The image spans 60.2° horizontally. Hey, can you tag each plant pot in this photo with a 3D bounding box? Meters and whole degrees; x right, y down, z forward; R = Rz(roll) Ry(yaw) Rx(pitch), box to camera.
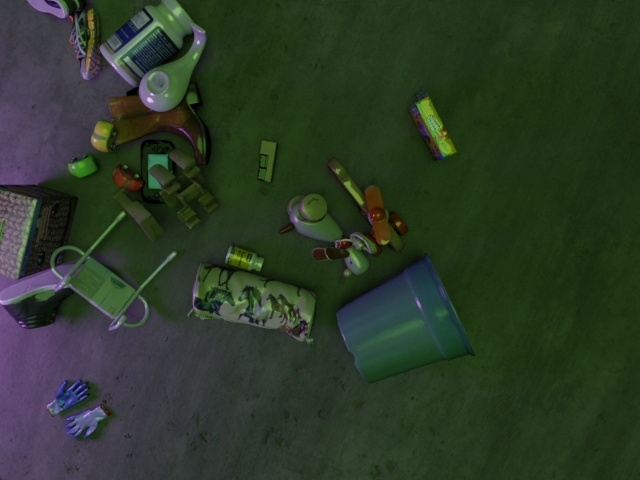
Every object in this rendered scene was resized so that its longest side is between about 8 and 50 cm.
[{"bbox_3d":[0.249,0.260,1.706,0.334,0.341,0.341,-25,97,8],"label":"plant pot"}]

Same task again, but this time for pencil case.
[{"bbox_3d":[-0.201,0.202,1.740,0.410,0.160,0.183,15,78,-5],"label":"pencil case"}]

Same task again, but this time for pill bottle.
[{"bbox_3d":[-0.508,-0.599,1.646,0.265,0.153,0.153,-40,97,2],"label":"pill bottle"},{"bbox_3d":[-0.243,0.061,1.773,0.116,0.065,0.065,18,95,-5],"label":"pill bottle"}]

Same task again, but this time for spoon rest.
[{"bbox_3d":[-0.424,-0.501,1.621,0.137,0.084,0.276,37,92,7],"label":"spoon rest"}]

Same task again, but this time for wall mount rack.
[{"bbox_3d":[-0.631,0.097,1.710,0.350,0.130,0.304,43,53,-20],"label":"wall mount rack"}]

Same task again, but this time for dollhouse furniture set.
[{"bbox_3d":[-0.468,-0.139,1.661,0.242,0.212,0.161,-42,56,-17],"label":"dollhouse furniture set"}]

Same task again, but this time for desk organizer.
[{"bbox_3d":[-0.170,-0.251,1.754,0.050,0.047,0.130,9,95,-2],"label":"desk organizer"}]

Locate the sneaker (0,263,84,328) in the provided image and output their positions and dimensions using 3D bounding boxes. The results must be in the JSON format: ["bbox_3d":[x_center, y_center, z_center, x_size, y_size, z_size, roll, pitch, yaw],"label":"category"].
[{"bbox_3d":[-0.836,0.178,1.745,0.296,0.104,0.147,-21,128,-20],"label":"sneaker"}]

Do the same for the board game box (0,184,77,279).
[{"bbox_3d":[-0.860,-0.034,1.616,0.141,0.291,0.232,16,95,-4],"label":"board game box"}]

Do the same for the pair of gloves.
[{"bbox_3d":[-0.802,0.554,1.816,0.159,0.023,0.198,-34,97,-1],"label":"pair of gloves"}]

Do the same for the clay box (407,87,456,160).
[{"bbox_3d":[0.341,-0.361,1.730,0.053,0.127,0.222,-30,96,1],"label":"clay box"}]

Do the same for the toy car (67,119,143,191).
[{"bbox_3d":[-0.686,-0.231,1.687,0.225,0.053,0.239,-10,118,19],"label":"toy car"}]

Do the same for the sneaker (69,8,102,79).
[{"bbox_3d":[-0.717,-0.594,1.675,0.083,0.084,0.214,0,86,-3],"label":"sneaker"}]

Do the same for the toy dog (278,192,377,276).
[{"bbox_3d":[0.000,0.000,1.721,0.334,0.220,0.161,43,76,8],"label":"toy dog"}]

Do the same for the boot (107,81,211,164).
[{"bbox_3d":[-0.485,-0.330,1.663,0.280,0.096,0.264,-13,96,-1],"label":"boot"}]

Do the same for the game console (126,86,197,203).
[{"bbox_3d":[-0.496,-0.296,1.734,0.213,0.044,0.361,1,96,-3],"label":"game console"}]

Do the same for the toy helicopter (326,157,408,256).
[{"bbox_3d":[0.136,-0.105,1.691,0.140,0.235,0.355,-38,96,1],"label":"toy helicopter"}]

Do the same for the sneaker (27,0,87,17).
[{"bbox_3d":[-0.791,-0.738,1.663,0.217,0.079,0.121,32,51,20],"label":"sneaker"}]
